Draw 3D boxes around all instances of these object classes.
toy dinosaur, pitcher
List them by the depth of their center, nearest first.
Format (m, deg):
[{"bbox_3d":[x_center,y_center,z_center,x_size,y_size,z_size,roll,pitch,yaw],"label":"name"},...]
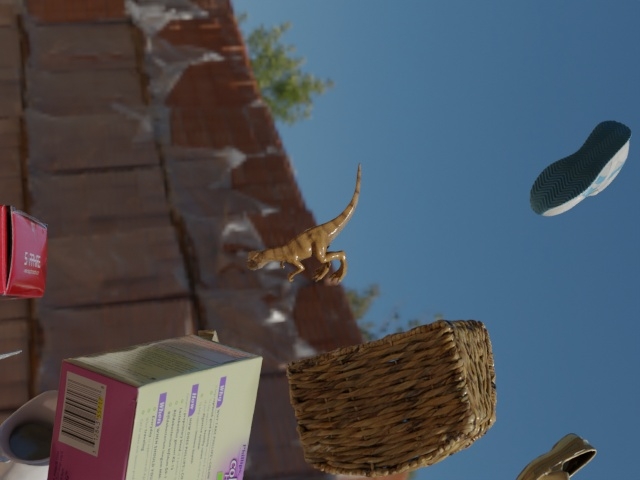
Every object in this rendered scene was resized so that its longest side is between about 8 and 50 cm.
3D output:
[{"bbox_3d":[-0.406,0.309,1.355,0.125,0.177,0.207,49,-41,21],"label":"pitcher"},{"bbox_3d":[0.000,0.000,1.430,0.112,0.211,0.064,60,-5,-27],"label":"toy dinosaur"}]

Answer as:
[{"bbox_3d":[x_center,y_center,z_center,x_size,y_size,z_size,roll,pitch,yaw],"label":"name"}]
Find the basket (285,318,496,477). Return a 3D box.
[{"bbox_3d":[0.131,0.259,1.650,0.223,0.299,0.214,9,65,-67],"label":"basket"}]

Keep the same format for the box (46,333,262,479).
[{"bbox_3d":[-0.197,0.240,1.229,0.243,0.117,0.214,-5,107,-59],"label":"box"}]

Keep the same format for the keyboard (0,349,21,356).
[{"bbox_3d":[-0.575,0.207,1.788,0.256,0.072,0.014,153,-76,-82],"label":"keyboard"}]

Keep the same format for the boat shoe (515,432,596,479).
[{"bbox_3d":[0.438,0.436,1.919,0.072,0.190,0.068,26,-30,54],"label":"boat shoe"}]

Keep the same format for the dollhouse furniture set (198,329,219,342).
[{"bbox_3d":[-0.291,0.252,2.180,0.101,0.181,0.161,-75,158,-56],"label":"dollhouse furniture set"}]

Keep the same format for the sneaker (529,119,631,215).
[{"bbox_3d":[0.454,-0.107,1.777,0.087,0.228,0.092,40,-21,34],"label":"sneaker"}]

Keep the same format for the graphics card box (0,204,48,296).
[{"bbox_3d":[-0.476,0.019,1.023,0.233,0.370,0.094,157,-68,-82],"label":"graphics card box"}]
